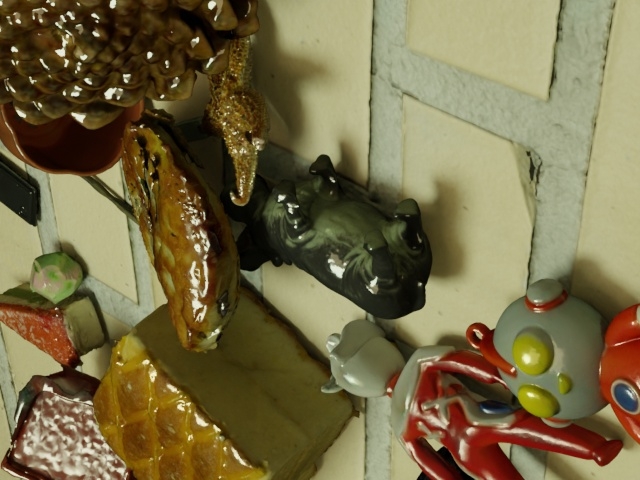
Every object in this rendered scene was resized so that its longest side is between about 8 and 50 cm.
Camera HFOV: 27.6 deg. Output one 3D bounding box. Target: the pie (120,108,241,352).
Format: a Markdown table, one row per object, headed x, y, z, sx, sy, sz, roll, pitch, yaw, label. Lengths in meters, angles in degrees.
| x | y | z | sx | sy | sz | roll | pitch | yaw | label |
| --- | --- | --- | --- | --- | --- | --- | --- | --- | --- |
| -0.173 | -0.027 | 1.590 | 0.308 | 0.085 | 0.308 | 164 | 90 | -76 | pie |

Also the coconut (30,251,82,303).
| x | y | z | sx | sy | sz | roll | pitch | yaw | label |
| --- | --- | --- | --- | --- | --- | --- | --- | --- | --- |
| -0.407 | 0.054 | 2.010 | 0.082 | 0.083 | 0.081 | 28 | 117 | 17 | coconut |

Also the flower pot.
| x | y | z | sx | sy | sz | roll | pitch | yaw | label |
| --- | --- | --- | --- | --- | --- | --- | --- | --- | --- |
| -0.348 | -0.180 | 1.692 | 0.173 | 0.190 | 0.191 | 13 | 129 | 57 | flower pot |

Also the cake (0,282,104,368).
| x | y | z | sx | sy | sz | roll | pitch | yaw | label |
| --- | --- | --- | --- | --- | --- | --- | --- | --- | --- |
| -0.433 | 0.140 | 2.100 | 0.220 | 0.086 | 0.117 | 2 | 118 | 46 | cake |

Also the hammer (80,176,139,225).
| x | y | z | sx | sy | sz | roll | pitch | yaw | label |
| --- | --- | --- | --- | --- | --- | --- | --- | --- | --- |
| -0.336 | -0.093 | 1.863 | 0.292 | 0.029 | 0.058 | 38 | 143 | 18 | hammer |

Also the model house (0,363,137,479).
| x | y | z | sx | sy | sz | roll | pitch | yaw | label |
| --- | --- | --- | --- | --- | --- | --- | --- | --- | --- |
| -0.347 | 0.293 | 1.994 | 0.196 | 0.160 | 0.254 | 21 | -178 | 6 | model house |

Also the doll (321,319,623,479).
| x | y | z | sx | sy | sz | roll | pitch | yaw | label |
| --- | --- | --- | --- | --- | --- | --- | --- | --- | --- |
| 0.154 | 0.206 | 1.505 | 0.384 | 0.099 | 0.188 | 29 | 119 | 26 | doll |

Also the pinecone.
| x | y | z | sx | sy | sz | roll | pitch | yaw | label |
| --- | --- | --- | --- | --- | --- | --- | --- | --- | --- |
| -0.244 | -0.330 | 1.351 | 0.384 | 0.384 | 0.384 | 28 | 136 | 30 | pinecone |

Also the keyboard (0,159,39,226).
| x | y | z | sx | sy | sz | roll | pitch | yaw | label |
| --- | --- | --- | --- | --- | --- | --- | --- | --- | --- |
| -0.522 | -0.109 | 2.051 | 0.230 | 0.025 | 0.094 | 36 | 138 | 23 | keyboard |

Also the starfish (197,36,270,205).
| x | y | z | sx | sy | sz | roll | pitch | yaw | label |
| --- | --- | --- | --- | --- | --- | --- | --- | --- | --- |
| -0.101 | -0.163 | 1.476 | 0.227 | 0.043 | 0.241 | 21 | 108 | 60 | starfish |

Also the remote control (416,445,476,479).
| x | y | z | sx | sy | sz | roll | pitch | yaw | label |
| --- | --- | --- | --- | --- | --- | --- | --- | --- | --- |
| 0.147 | 0.402 | 1.694 | 0.144 | 0.062 | 0.399 | 41 | 141 | 18 | remote control |

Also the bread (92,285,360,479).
| x | y | z | sx | sy | sz | roll | pitch | yaw | label |
| --- | --- | --- | --- | --- | --- | --- | --- | --- | --- |
| -0.139 | 0.232 | 1.751 | 0.279 | 0.207 | 0.279 | 46 | 144 | 12 | bread |

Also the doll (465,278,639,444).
| x | y | z | sx | sy | sz | roll | pitch | yaw | label |
| --- | --- | --- | --- | --- | --- | --- | --- | --- | --- |
| 0.284 | 0.129 | 1.292 | 0.336 | 0.105 | 0.200 | 16 | 129 | 39 | doll |

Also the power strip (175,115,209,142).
| x | y | z | sx | sy | sz | roll | pitch | yaw | label |
| --- | --- | --- | --- | --- | --- | --- | --- | --- | --- |
| -0.167 | -0.138 | 1.644 | 0.083 | 0.017 | 0.027 | -5 | 114 | 49 | power strip |

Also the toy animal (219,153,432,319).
| x | y | z | sx | sy | sz | roll | pitch | yaw | label |
| --- | --- | --- | --- | --- | --- | --- | --- | --- | --- |
| -0.009 | -0.014 | 1.503 | 0.343 | 0.106 | 0.168 | 17 | 138 | 47 | toy animal |
